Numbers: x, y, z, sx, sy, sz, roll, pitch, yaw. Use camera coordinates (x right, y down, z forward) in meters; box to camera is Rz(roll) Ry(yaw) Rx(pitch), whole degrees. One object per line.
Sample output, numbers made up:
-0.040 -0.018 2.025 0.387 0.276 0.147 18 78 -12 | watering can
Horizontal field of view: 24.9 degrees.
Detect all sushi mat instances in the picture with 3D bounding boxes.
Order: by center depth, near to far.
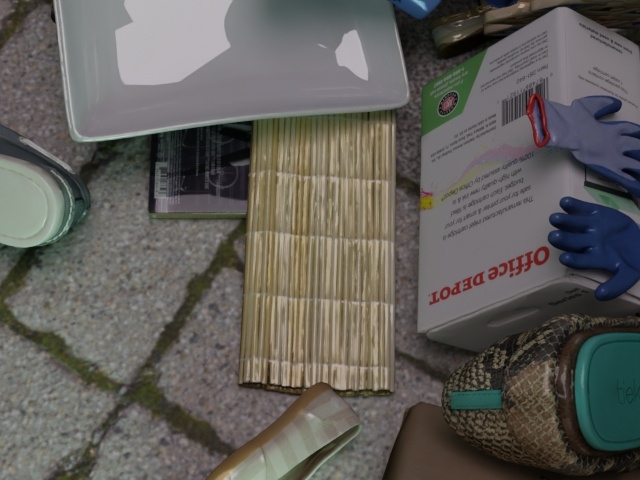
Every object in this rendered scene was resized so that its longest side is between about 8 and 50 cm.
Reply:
0.000 0.000 1.447 0.151 0.019 0.316 2 69 -2 | sushi mat

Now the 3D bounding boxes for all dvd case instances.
-0.065 -0.099 1.506 0.221 0.018 0.164 0 66 -2 | dvd case

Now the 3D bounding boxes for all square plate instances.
-0.104 -0.278 1.478 0.347 0.049 0.344 -7 80 -14 | square plate

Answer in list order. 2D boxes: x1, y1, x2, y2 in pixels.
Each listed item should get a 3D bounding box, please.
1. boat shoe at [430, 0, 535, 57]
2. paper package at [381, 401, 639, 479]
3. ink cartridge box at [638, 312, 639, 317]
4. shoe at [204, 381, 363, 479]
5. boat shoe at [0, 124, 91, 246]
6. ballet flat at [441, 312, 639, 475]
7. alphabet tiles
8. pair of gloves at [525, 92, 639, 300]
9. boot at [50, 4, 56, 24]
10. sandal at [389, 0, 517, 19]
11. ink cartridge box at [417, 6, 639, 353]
0.182 -0.242 1.565 0.135 0.050 0.045 -21 73 -11 | boat shoe
0.184 0.281 1.160 0.310 0.325 0.168 16 100 5 | paper package
0.374 0.004 1.388 0.128 0.176 0.127 -9 63 -7 | ink cartridge box
-0.051 0.218 1.326 0.058 0.076 0.219 40 68 21 | shoe
-0.374 -0.081 1.461 0.319 0.099 0.116 23 107 19 | boat shoe
0.286 0.131 1.287 0.483 0.182 0.164 5 81 -44 | ballet flat
0.307 -0.237 1.443 0.278 0.284 0.021 -7 91 -44 | alphabet tiles
0.246 -0.039 1.263 0.159 0.023 0.198 9 66 -36 | pair of gloves
-0.165 -0.300 1.541 0.236 0.085 0.178 1 80 -9 | boot
0.088 -0.283 1.435 0.317 0.126 0.138 -12 91 -11 | sandal
0.199 -0.048 1.381 0.117 0.201 0.278 20 60 -33 | ink cartridge box
